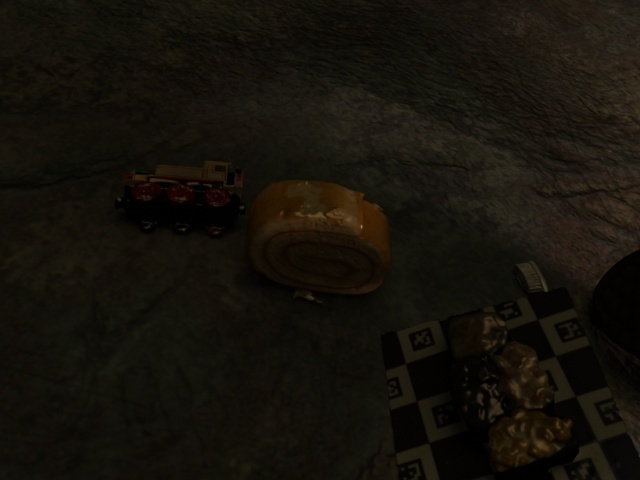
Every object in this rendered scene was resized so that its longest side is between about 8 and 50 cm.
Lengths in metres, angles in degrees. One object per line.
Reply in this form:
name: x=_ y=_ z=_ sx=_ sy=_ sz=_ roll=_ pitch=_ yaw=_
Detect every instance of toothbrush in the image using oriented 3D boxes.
toothbrush: x=0.261 y=0.124 z=0.706 sx=0.025 sy=0.019 sz=0.276 roll=-6 pitch=47 yaw=-12

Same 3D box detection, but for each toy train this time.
toy train: x=-0.151 y=-0.051 z=0.759 sx=0.137 sy=0.050 sz=0.087 roll=3 pitch=40 yaw=-9

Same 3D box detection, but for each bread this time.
bread: x=0.000 y=0.000 z=0.692 sx=0.149 sy=0.122 sz=0.073 roll=8 pitch=48 yaw=-5

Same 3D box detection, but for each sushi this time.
sushi: x=0.144 y=0.128 z=0.589 sx=0.192 sy=0.050 sz=0.215 roll=-16 pitch=43 yaw=11

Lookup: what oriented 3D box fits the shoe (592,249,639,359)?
shoe: x=0.421 y=0.127 z=0.669 sx=0.171 sy=0.132 sz=0.336 roll=36 pitch=9 yaw=-31
